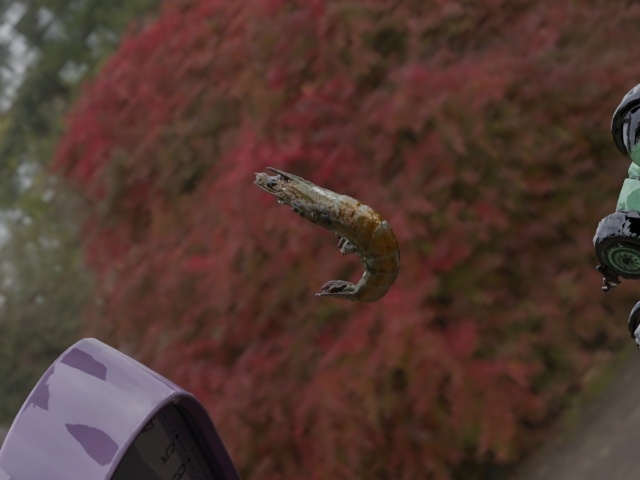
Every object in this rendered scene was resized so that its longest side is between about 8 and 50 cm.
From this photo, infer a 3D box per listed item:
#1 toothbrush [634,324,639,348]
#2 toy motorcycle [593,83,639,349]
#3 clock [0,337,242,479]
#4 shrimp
[{"bbox_3d":[0.191,0.122,0.743,0.029,0.307,0.025,-47,35,-16],"label":"toothbrush"},{"bbox_3d":[0.290,0.008,1.269,0.331,0.196,0.125,73,-145,-51],"label":"toy motorcycle"},{"bbox_3d":[-0.085,0.121,0.801,0.110,0.050,0.152,-54,-32,-25],"label":"clock"},{"bbox_3d":[0.000,0.000,1.210,0.023,0.114,0.083,-40,-29,-43],"label":"shrimp"}]
